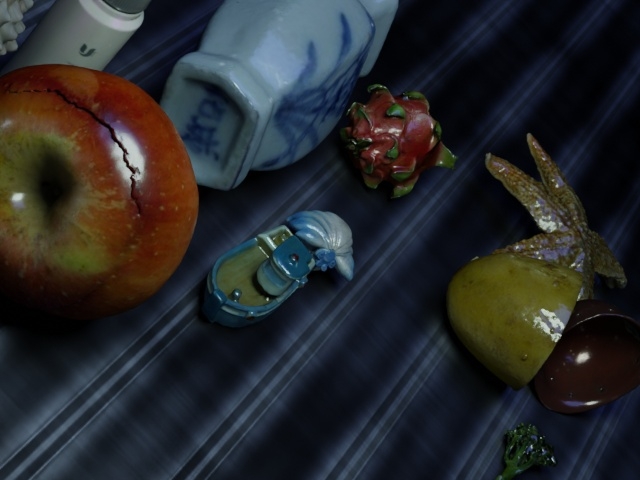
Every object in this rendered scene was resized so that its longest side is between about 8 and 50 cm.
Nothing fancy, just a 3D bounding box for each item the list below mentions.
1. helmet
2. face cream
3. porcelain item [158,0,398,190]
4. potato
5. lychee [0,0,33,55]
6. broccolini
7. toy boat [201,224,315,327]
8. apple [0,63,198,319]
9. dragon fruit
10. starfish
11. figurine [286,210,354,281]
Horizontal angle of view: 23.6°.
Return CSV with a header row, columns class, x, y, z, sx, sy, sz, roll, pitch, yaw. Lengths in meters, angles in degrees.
class,x,y,z,sx,sy,sz,roll,pitch,yaw
helmet,0.366,0.150,2.134,0.155,0.175,0.106,27,19,-22
face cream,-0.262,-0.236,1.703,0.092,0.311,0.092,26,42,-25
porcelain item,-0.051,-0.225,1.972,0.178,0.242,0.405,31,39,8
potato,0.244,0.090,2.055,0.158,0.178,0.203,28,50,-1
lychee,-0.470,-0.341,1.555,0.380,0.380,0.432,-84,151,-45
broccolini,0.233,0.300,1.936,0.071,0.057,0.254,12,23,25
toy boat,-0.068,0.034,1.832,0.088,0.102,0.215,50,37,6
apple,-0.254,-0.056,1.609,0.272,0.251,0.206,39,17,11
dragon fruit,0.118,-0.139,2.160,0.236,0.135,0.137,16,38,-60
starfish,0.358,0.014,2.276,0.327,0.094,0.375,26,53,-32
figurine,0.000,0.000,1.964,0.114,0.079,0.114,37,7,-5
